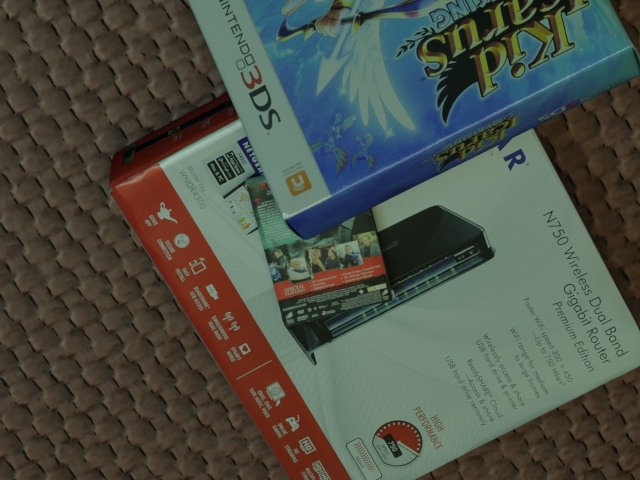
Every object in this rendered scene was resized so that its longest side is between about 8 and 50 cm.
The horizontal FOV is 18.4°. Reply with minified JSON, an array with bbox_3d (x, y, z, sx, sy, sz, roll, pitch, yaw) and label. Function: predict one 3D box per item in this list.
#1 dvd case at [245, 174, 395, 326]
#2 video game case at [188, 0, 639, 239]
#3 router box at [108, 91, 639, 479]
[{"bbox_3d":[0.000,0.000,1.470,0.087,0.013,0.119,-14,112,2],"label":"dvd case"},{"bbox_3d":[0.053,-0.168,1.396,0.269,0.061,0.244,-27,71,7],"label":"video game case"},{"bbox_3d":[0.048,0.011,1.529,0.301,0.082,0.335,-28,110,8],"label":"router box"}]
